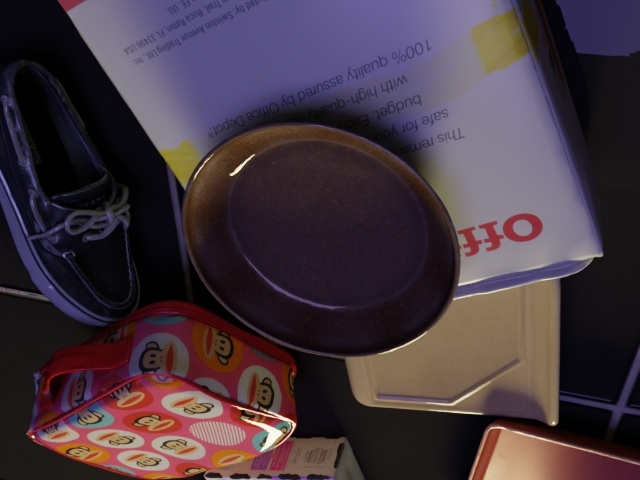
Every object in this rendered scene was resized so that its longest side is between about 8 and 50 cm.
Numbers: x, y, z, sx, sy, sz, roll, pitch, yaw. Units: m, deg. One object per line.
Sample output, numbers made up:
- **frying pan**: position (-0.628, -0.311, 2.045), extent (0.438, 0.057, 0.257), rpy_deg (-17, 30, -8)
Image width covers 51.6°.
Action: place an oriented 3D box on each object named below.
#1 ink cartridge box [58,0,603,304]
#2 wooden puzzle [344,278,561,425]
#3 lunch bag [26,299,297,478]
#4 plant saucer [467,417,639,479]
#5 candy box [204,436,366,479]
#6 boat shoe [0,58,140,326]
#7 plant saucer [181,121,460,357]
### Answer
- **ink cartridge box**: position (0.011, -0.143, 0.488), extent (0.279, 0.160, 0.384), rpy_deg (-15, 119, 28)
- **wooden puzzle**: position (0.130, 0.100, 0.705), extent (0.239, 0.044, 0.220), rpy_deg (3, 126, 22)
- **lunch bag**: position (-0.200, 0.184, 0.774), extent (0.293, 0.120, 0.258), rpy_deg (-28, 136, 32)
- **plant saucer**: position (0.303, 0.317, 0.796), extent (0.259, 0.047, 0.259), rpy_deg (12, 128, 10)
- **candy box**: position (-0.037, 0.354, 0.923), extent (0.196, 0.070, 0.164), rpy_deg (-8, 122, 23)
- **boat shoe**: position (-0.252, -0.038, 0.686), extent (0.105, 0.113, 0.306), rpy_deg (1, 117, 36)
- **plant saucer**: position (0.000, 0.000, 0.469), extent (0.199, 0.036, 0.198), rpy_deg (9, 127, 12)
